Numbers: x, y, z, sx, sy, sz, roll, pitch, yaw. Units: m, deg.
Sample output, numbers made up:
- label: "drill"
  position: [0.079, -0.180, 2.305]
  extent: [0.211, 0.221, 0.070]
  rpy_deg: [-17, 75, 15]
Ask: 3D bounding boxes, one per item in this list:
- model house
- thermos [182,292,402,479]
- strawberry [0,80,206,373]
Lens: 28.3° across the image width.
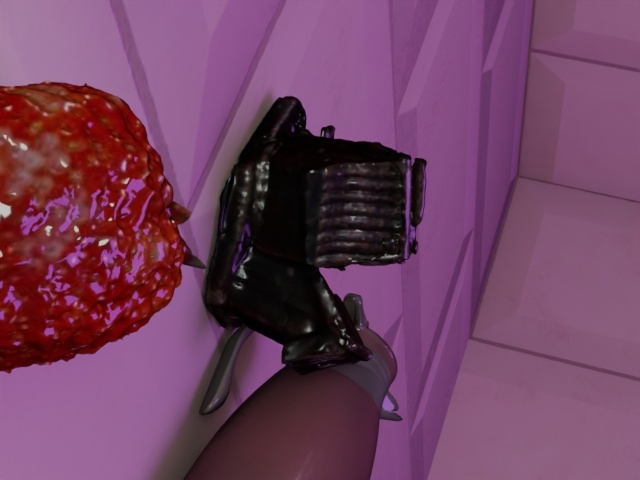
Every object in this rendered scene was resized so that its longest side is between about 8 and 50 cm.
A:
- label: "model house"
  position: [0.002, 0.004, 1.008]
  extent: [0.141, 0.164, 0.203]
  rpy_deg: [-28, 132, -66]
- label: "thermos"
  position: [-0.029, 0.171, 1.068]
  extent: [0.146, 0.176, 0.265]
  rpy_deg: [-32, -160, 45]
- label: "strawberry"
  position: [-0.125, -0.005, 0.555]
  extent: [0.148, 0.131, 0.131]
  rpy_deg: [-49, 151, -79]
